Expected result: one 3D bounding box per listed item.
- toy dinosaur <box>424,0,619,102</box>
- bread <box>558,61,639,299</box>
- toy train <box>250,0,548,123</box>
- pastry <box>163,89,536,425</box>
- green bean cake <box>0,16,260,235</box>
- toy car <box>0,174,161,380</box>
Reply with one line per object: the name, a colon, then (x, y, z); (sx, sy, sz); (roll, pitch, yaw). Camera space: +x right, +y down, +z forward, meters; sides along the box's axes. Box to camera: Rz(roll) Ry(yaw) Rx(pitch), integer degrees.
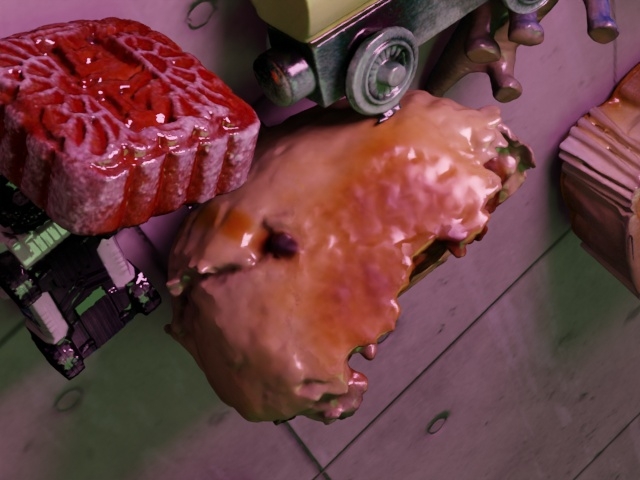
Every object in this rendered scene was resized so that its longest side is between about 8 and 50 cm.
toy dinosaur: (0.142, -0.199, 1.346); (0.075, 0.188, 0.247); (18, 150, -23)
bread: (0.305, -0.071, 1.644); (0.210, 0.110, 0.192); (-41, 144, -13)
toy train: (0.055, -0.189, 1.187); (0.253, 0.105, 0.157); (-33, 134, -24)
pastry: (0.004, -0.005, 1.264); (0.256, 0.170, 0.237); (-46, -177, -8)
green bean cake: (-0.117, -0.069, 1.044); (0.135, 0.135, 0.056); (-20, 140, -41)
toy car: (-0.159, 0.012, 1.153); (0.080, 0.070, 0.171); (-41, 152, -12)
